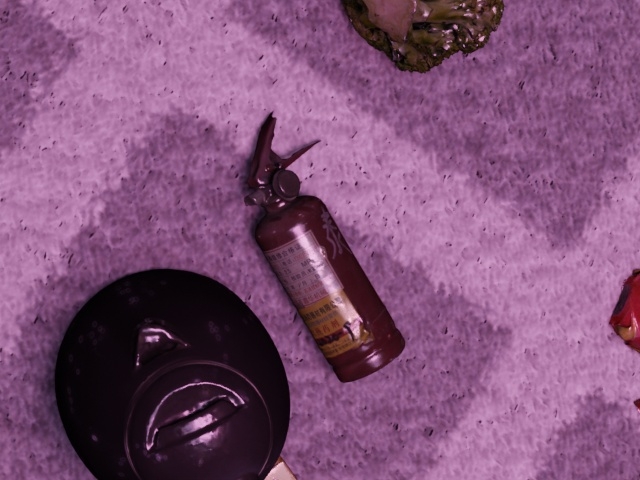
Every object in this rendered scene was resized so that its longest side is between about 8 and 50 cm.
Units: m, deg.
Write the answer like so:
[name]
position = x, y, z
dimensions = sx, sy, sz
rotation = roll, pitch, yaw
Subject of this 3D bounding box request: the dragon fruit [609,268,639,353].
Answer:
[dragon fruit]
position = 0.321, 0.072, 1.815
dimensions = 0.056, 0.060, 0.083
rotation = 20, 94, -16

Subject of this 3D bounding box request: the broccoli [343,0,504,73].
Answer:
[broccoli]
position = 0.082, -0.231, 1.694
dimensions = 0.146, 0.138, 0.162
rotation = -28, 98, 27

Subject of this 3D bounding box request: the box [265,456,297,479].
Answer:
[box]
position = -0.028, 0.283, 1.786
dimensions = 0.073, 0.020, 0.149
rotation = -35, 102, -5

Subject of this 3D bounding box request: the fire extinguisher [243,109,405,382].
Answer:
[fire extinguisher]
position = -0.007, 0.004, 1.744
dimensions = 0.075, 0.106, 0.252
rotation = -25, 102, 31

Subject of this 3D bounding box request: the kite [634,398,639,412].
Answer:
[kite]
position = 0.404, 0.146, 1.865
dimensions = 0.189, 0.009, 0.232
rotation = -15, 99, -10

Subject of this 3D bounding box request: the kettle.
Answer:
[kettle]
position = -0.104, 0.172, 1.621
dimensions = 0.207, 0.290, 0.268
rotation = -27, 102, -9
